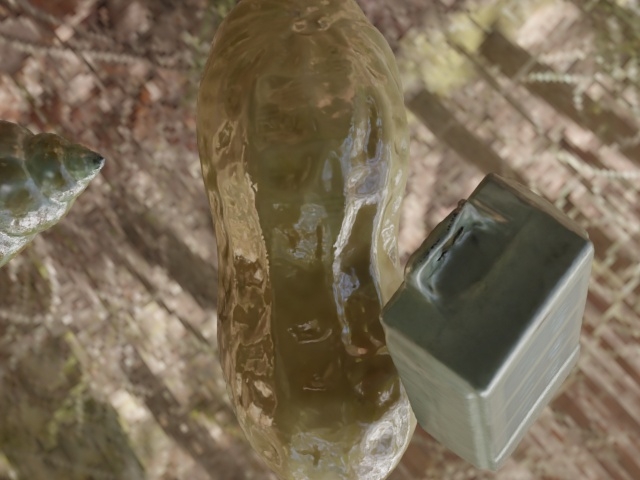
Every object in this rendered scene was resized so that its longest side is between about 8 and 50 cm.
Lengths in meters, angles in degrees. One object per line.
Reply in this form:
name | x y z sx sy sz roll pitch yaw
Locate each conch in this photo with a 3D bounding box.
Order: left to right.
conch | -0.250 -0.024 1.229 0.173 0.106 0.116 -27 151 -21

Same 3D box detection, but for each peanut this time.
peanut | 0.000 0.000 0.884 0.111 0.274 0.125 -5 174 -16

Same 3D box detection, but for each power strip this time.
power strip | 0.071 0.042 0.712 0.078 0.052 0.272 -53 167 -8
